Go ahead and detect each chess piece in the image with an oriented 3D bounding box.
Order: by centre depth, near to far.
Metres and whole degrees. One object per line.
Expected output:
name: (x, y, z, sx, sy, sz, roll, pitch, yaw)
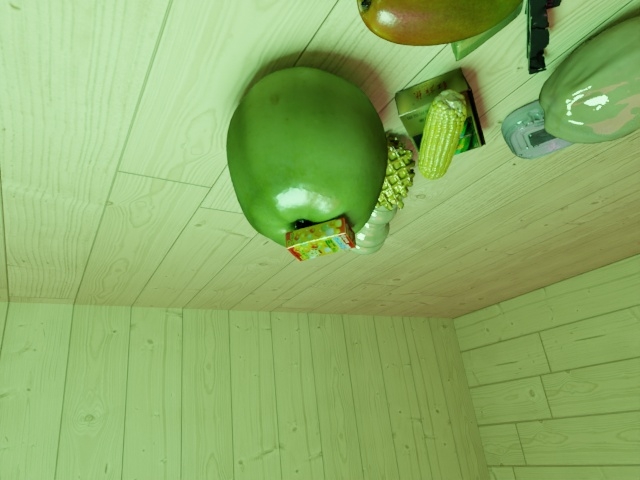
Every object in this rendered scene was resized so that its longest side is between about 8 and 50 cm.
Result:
chess piece: (0.160, -0.094, 1.351, 0.167, 0.166, 0.299, -2, 151, -12)

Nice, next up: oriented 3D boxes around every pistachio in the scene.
pistachio: (0.605, -0.321, 0.887, 0.332, 0.207, 0.226, -36, 152, 27)

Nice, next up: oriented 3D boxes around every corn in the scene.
corn: (0.265, -0.227, 0.987, 0.081, 0.081, 0.248, -8, 155, 1)

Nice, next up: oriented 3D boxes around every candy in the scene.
candy: (0.000, 0.000, 0.842, 0.122, 0.037, 0.062, -14, 147, 18)

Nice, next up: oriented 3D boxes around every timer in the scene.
timer: (0.574, -0.286, 1.126, 0.209, 0.068, 0.191, -20, 151, 31)

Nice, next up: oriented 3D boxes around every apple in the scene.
apple: (-0.024, -0.163, 0.929, 0.358, 0.356, 0.357, -6, 157, -3)

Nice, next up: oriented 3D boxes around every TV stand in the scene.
TV stand: (0.401, -0.398, 0.825, 0.036, 0.042, 0.249, -9, 162, 22)

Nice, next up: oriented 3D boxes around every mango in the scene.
mango: (0.196, -0.381, 0.696, 0.290, 0.145, 0.129, -6, 162, -5)

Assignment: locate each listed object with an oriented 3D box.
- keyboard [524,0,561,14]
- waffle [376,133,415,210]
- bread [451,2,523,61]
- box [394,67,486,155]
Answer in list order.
keyboard: (0.382, -0.460, 0.738, 0.064, 0.010, 0.198, -11, 157, 13)
waffle: (0.149, -0.179, 1.156, 0.193, 0.070, 0.196, 3, 113, 3)
bread: (0.303, -0.386, 0.794, 0.140, 0.084, 0.074, -10, 156, 5)
box: (0.285, -0.280, 1.054, 0.160, 0.071, 0.240, -19, 154, 21)
